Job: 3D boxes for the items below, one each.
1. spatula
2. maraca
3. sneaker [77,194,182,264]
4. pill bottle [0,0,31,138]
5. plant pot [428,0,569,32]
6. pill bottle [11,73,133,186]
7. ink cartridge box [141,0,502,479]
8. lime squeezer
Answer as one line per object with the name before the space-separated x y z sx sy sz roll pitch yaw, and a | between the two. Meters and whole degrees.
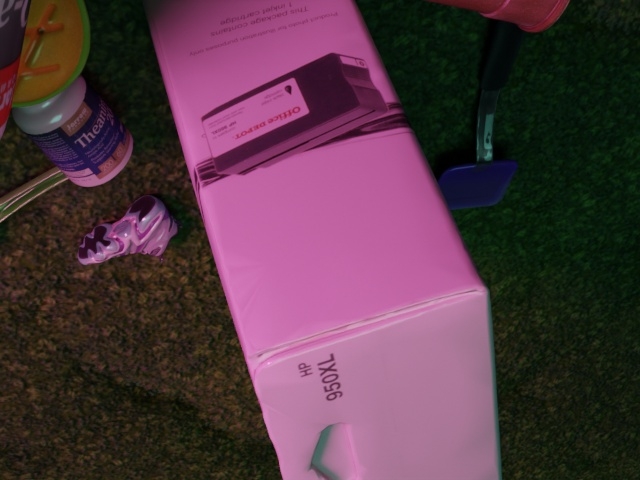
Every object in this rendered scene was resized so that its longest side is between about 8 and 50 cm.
spatula | 0.160 -0.123 1.224 0.084 0.030 0.296 -7 138 -12
maraca | -0.248 -0.182 0.948 0.127 0.099 0.185 -30 113 8
sneaker | -0.175 0.005 1.225 0.098 0.038 0.069 -31 138 13
pill bottle | -0.286 -0.159 0.800 0.210 0.210 0.363 4 117 -26
plant pot | 0.096 -0.247 0.973 0.165 0.167 0.167 3 135 -13
pill bottle | -0.212 -0.103 1.067 0.067 0.067 0.120 -27 139 9
ink cartridge box | 0.000 0.000 1.014 0.166 0.395 0.285 -17 140 -3
lime squeezer | -0.327 0.021 1.142 0.310 0.110 0.059 -51 121 -10
